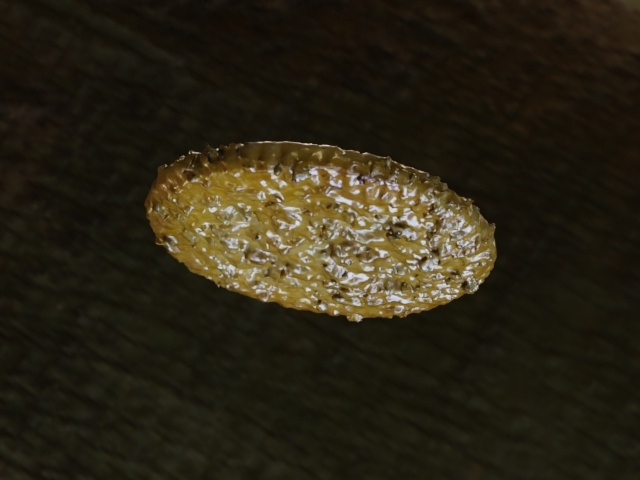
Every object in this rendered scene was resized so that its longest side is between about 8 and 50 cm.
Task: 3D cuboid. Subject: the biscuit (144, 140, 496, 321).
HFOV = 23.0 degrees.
[{"bbox_3d":[0.000,0.000,1.120,0.254,0.254,0.035,72,24,-63],"label":"biscuit"}]
